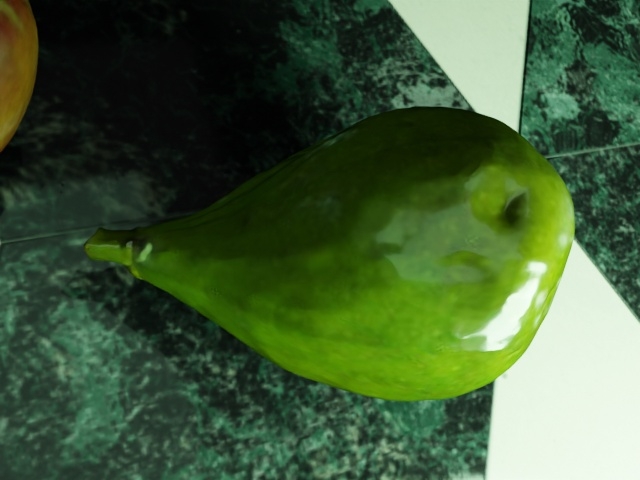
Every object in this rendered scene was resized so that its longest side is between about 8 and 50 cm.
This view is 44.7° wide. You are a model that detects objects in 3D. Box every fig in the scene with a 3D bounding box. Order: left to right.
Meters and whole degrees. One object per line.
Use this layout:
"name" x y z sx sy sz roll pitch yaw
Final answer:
"fig" 0.020 -0.010 0.592 0.314 0.233 0.233 22 66 7

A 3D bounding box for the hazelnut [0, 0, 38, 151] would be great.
"hazelnut" -0.308 -0.132 0.476 0.252 0.217 0.217 35 64 -16
